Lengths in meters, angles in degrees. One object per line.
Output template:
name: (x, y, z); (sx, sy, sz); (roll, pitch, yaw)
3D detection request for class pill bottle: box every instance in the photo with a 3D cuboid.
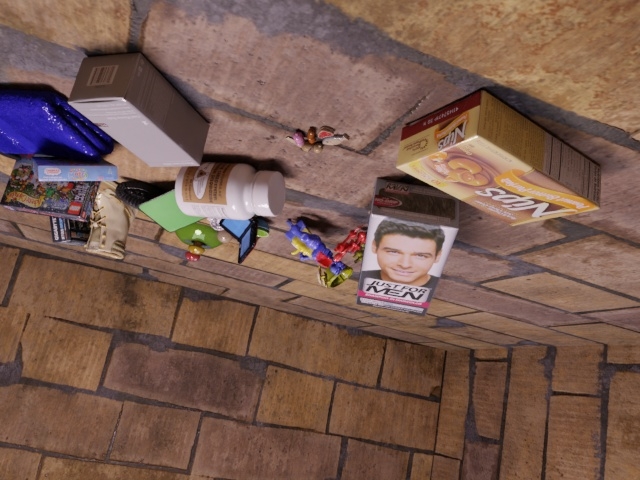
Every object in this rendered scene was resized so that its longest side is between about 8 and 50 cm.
pill bottle: (-0.204, -0.113, 1.256); (0.230, 0.131, 0.131); (5, 163, 19)

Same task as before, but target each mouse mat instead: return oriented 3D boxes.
mouse mat: (-0.383, -0.090, 1.505); (0.190, 0.007, 0.152); (-21, 144, 14)

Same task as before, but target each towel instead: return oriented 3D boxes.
towel: (-0.643, -0.247, 1.197); (0.309, 0.076, 0.227); (6, 164, 19)

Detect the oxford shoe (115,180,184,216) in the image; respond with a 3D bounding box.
oxford shoe: (-0.472, -0.105, 1.556); (0.227, 0.082, 0.096); (19, 164, -26)

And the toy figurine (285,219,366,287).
toy figurine: (0.000, 0.000, 1.592); (0.217, 0.191, 0.362); (39, 178, 15)

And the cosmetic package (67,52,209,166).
cosmetic package: (-0.320, -0.229, 0.998); (0.127, 0.107, 0.238); (1, 158, 22)

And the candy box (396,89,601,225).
candy box: (0.311, -0.126, 0.944); (0.317, 0.087, 0.183); (20, 162, -30)

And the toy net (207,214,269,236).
toy net: (-0.267, -0.053, 1.656); (0.232, 0.045, 0.122); (2, 161, 31)

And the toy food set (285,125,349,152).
toy food set: (-0.012, -0.193, 1.055); (0.078, 0.019, 0.122); (24, 160, -37)

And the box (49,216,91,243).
box: (-0.723, -0.075, 1.580); (0.051, 0.175, 0.220); (-8, 179, -7)

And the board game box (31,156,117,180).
board game box: (-0.577, -0.168, 1.272); (0.160, 0.039, 0.212); (-4, -164, -31)

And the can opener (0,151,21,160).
can opener: (-0.834, -0.254, 1.366); (0.186, 0.073, 0.059); (22, 122, -43)

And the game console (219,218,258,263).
game console: (-0.243, -0.017, 1.584); (0.085, 0.124, 0.144); (13, 150, -21)

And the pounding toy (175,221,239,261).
pounding toy: (-0.396, 0.015, 1.859); (0.237, 0.110, 0.183); (7, 164, 14)

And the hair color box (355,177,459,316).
hair color box: (0.196, 0.030, 1.297); (0.186, 0.113, 0.374); (9, 143, 5)

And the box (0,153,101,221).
box: (-0.704, -0.144, 1.439); (0.233, 0.159, 0.044); (8, 163, 9)

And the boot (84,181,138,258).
boot: (-0.639, -0.070, 1.564); (0.095, 0.203, 0.262); (4, 162, 25)
